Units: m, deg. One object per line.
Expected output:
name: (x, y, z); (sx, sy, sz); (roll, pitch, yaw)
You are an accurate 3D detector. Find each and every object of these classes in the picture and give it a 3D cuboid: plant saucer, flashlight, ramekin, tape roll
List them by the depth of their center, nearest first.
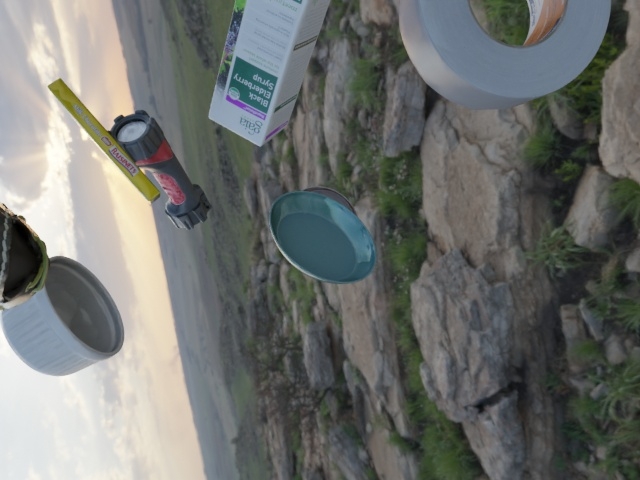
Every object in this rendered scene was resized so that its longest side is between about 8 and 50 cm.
plant saucer: (0.000, 0.000, 0.515); (0.021, 0.119, 0.119); (-55, 46, 39)
tape roll: (0.201, -0.260, 0.569); (0.072, 0.219, 0.220); (-160, 60, -80)
ramekin: (-0.460, 0.141, 0.915); (0.207, 0.109, 0.207); (59, -178, -4)
flashlight: (-0.335, -0.132, 1.087); (0.304, 0.103, 0.103); (75, -155, -56)
plant saucer: (0.007, -0.045, 1.138); (0.029, 0.168, 0.169); (-54, -35, -58)

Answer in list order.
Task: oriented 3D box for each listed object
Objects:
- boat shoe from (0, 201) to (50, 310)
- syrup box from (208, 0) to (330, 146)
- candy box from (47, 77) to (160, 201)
boat shoe: (-0.245, 0.013, 0.392); (0.227, 0.068, 0.081); (-11, 72, 56)
syrup box: (-0.071, -0.262, 0.716); (0.096, 0.093, 0.237); (-54, -9, -53)
candy box: (-0.320, -0.142, 0.775); (0.206, 0.027, 0.105); (51, 165, -12)
